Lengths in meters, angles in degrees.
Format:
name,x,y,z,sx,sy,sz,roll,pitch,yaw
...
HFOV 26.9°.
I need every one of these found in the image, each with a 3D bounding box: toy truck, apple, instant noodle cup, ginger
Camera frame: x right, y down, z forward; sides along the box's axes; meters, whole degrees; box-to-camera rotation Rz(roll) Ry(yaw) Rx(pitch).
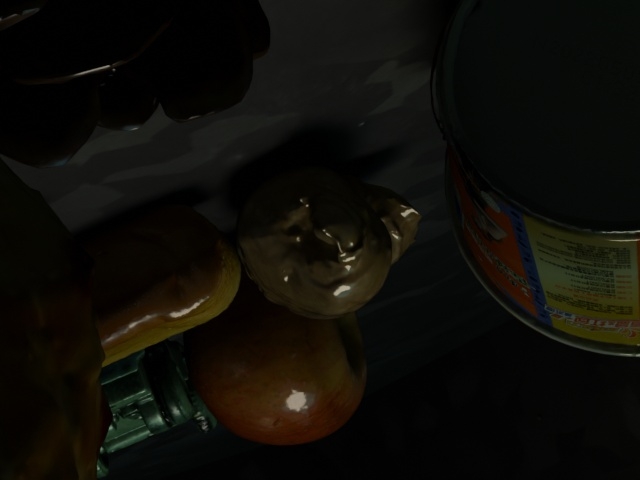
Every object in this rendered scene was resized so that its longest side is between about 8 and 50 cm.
name,x,y,z,sx,sy,sz,roll,pitch,yaw
toy truck,-0.210,0.142,1.359,0.155,0.156,0.279,-22,168,0
apple,-0.052,0.108,1.369,0.173,0.210,0.235,-17,170,10
instant noodle cup,0.206,-0.082,0.919,0.296,0.296,0.214,-24,158,8
ginger,0.000,0.000,1.189,0.152,0.138,0.267,-40,177,12

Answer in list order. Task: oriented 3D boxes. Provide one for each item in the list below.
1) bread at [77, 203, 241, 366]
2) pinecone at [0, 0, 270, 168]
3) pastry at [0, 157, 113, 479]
name,x,y,z,sx,sy,sz,roll,pitch,yaw
bread,-0.187,0.051,1.141,0.245,0.102,0.094,-23,165,10
pinecone,-0.092,-0.126,0.354,0.207,0.208,0.208,-22,168,-5
pastry,-0.269,0.100,0.587,0.388,0.313,0.388,-21,144,-16
